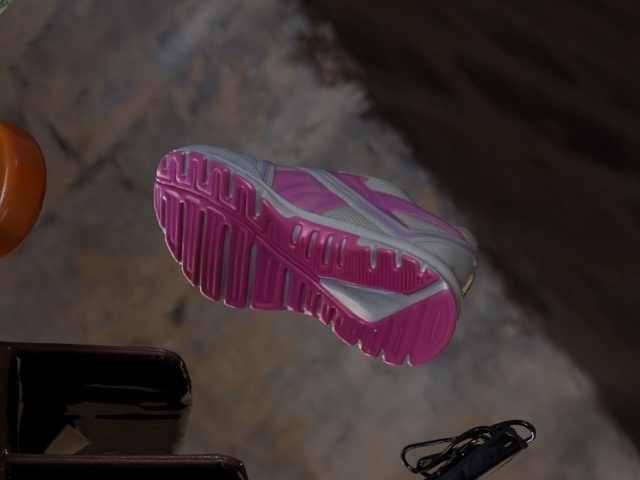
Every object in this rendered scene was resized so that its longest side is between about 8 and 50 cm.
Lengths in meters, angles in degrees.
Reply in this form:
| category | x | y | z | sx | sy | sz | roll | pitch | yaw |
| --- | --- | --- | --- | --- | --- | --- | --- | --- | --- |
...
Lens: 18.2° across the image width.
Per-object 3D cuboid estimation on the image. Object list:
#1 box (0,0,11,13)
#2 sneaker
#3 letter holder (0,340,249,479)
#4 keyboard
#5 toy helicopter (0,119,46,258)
| category | x | y | z | sx | sy | sz | roll | pitch | yaw |
| --- | --- | --- | --- | --- | --- | --- | --- | --- | --- |
| box | -0.326 | -0.152 | 1.125 | 0.322 | 0.058 | 0.232 | -1 | 151 | -44 |
| sneaker | 0.000 | 0.000 | 1.388 | 0.111 | 0.252 | 0.103 | -34 | 145 | -54 |
| letter holder | -0.112 | 0.184 | 1.313 | 0.214 | 0.152 | 0.302 | 1 | 159 | -7 |
| keyboard | 0.040 | 0.126 | 0.992 | 0.100 | 0.038 | 0.192 | -28 | 170 | -28 |
| toy helicopter | -0.260 | 0.092 | 1.091 | 0.235 | 0.355 | 0.140 | -32 | 146 | 29 |
